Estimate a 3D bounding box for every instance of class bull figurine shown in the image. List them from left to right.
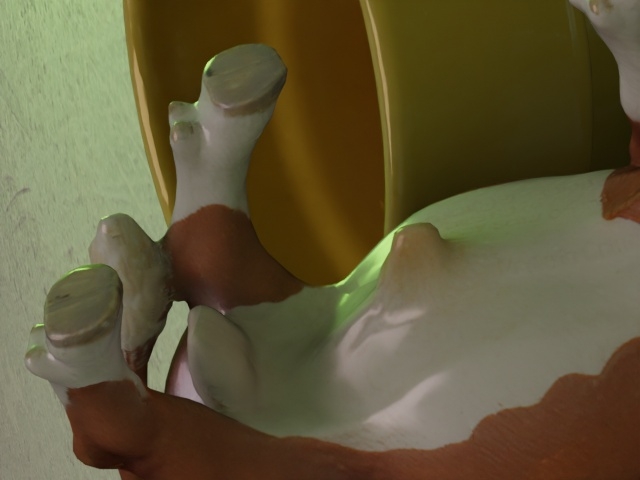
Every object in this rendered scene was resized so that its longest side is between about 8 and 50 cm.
[{"bbox_3d":[0.075,0.014,0.370,0.188,0.310,0.101,61,-172,-45],"label":"bull figurine"}]

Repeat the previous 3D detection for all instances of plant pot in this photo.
[{"bbox_3d":[0.070,-0.080,0.562,0.254,0.239,0.254,42,138,53],"label":"plant pot"}]
